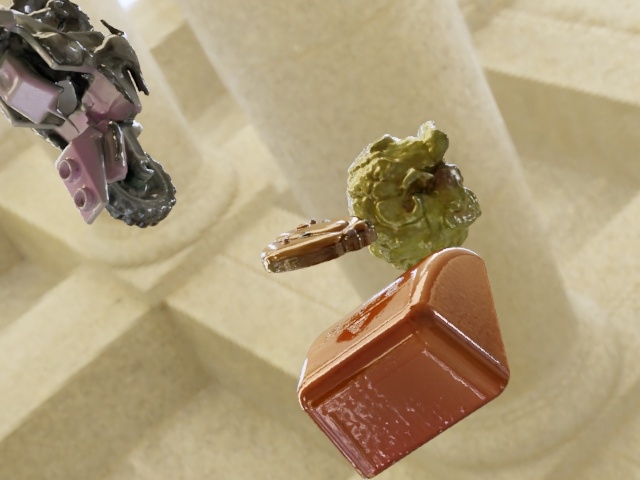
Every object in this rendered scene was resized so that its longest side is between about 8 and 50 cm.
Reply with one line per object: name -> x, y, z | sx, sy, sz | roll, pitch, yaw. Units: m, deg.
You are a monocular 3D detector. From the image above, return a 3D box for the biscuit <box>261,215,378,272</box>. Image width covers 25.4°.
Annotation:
biscuit -> -0.001, -0.004, 2.048 | 0.170, 0.050, 0.170 | -17, -170, 3

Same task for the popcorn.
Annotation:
popcorn -> 0.152, -0.062, 2.265 | 0.217, 0.181, 0.235 | -43, -102, 7

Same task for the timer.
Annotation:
timer -> 0.106, 0.138, 1.882 | 0.257, 0.161, 0.250 | -37, -161, 24

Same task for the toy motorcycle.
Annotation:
toy motorcycle -> -0.282, -0.146, 1.513 | 0.143, 0.188, 0.327 | -47, -119, 34
